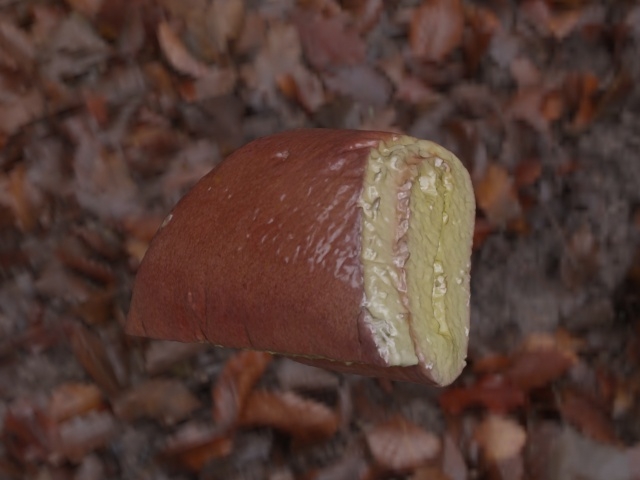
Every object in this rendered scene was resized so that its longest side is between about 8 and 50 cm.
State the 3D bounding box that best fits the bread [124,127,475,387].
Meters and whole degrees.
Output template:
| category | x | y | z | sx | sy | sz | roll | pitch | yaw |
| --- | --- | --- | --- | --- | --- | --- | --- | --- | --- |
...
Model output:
| category | x | y | z | sx | sy | sz | roll | pitch | yaw |
| --- | --- | --- | --- | --- | --- | --- | --- | --- | --- |
| bread | -0.001 | 0.000 | 0.757 | 0.192 | 0.067 | 0.119 | 2 | 55 | 53 |
